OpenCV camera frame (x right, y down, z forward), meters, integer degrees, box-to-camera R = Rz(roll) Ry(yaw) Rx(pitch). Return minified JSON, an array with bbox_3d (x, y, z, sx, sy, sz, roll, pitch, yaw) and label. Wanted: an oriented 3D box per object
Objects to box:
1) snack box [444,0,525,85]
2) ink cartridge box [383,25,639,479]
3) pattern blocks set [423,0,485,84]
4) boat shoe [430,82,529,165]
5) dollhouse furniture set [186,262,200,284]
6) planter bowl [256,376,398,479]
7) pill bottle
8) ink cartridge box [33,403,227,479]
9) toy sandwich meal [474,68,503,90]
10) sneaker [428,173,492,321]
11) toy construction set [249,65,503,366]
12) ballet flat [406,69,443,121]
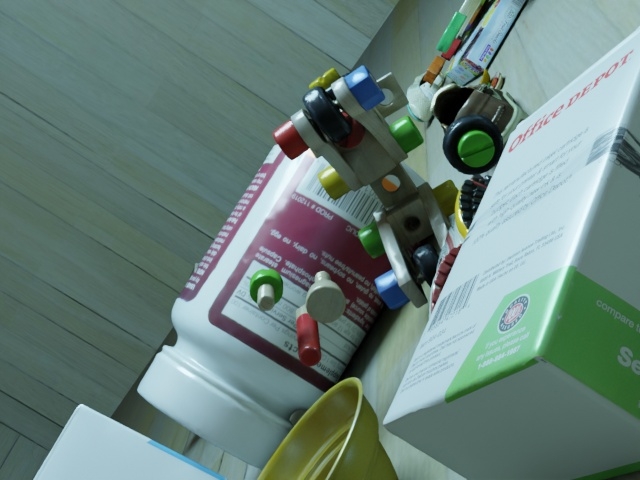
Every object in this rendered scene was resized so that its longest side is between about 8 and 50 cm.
[{"bbox_3d":[0.249,-0.309,1.728,0.141,0.037,0.100,-58,6,-12],"label":"snack box"},{"bbox_3d":[0.175,0.017,0.762,0.273,0.114,0.198,-63,11,-29],"label":"ink cartridge box"},{"bbox_3d":[0.243,-0.371,1.791,0.285,0.026,0.325,-61,-4,25],"label":"pattern blocks set"},{"bbox_3d":[0.181,-0.158,1.390,0.095,0.095,0.257,-57,9,3],"label":"boat shoe"},{"bbox_3d":[-0.165,0.181,2.026,0.212,0.160,0.242,121,157,-57],"label":"dollhouse furniture set"},{"bbox_3d":[0.006,0.233,0.995,0.217,0.090,0.217,-53,8,11],"label":"planter bowl"},{"bbox_3d":[-0.040,0.065,1.405,0.392,0.224,0.224,-58,9,-7],"label":"pill bottle"},{"bbox_3d":[-0.243,0.356,1.386,0.197,0.198,0.270,-62,-6,-23],"label":"ink cartridge box"},{"bbox_3d":[0.214,-0.197,1.559,0.086,0.029,0.085,-55,9,13],"label":"toy sandwich meal"},{"bbox_3d":[0.142,0.042,1.020,0.225,0.088,0.093,-67,-7,-48],"label":"sneaker"},{"bbox_3d":[0.043,-0.044,1.228,0.309,0.257,0.237,-58,12,14],"label":"toy construction set"},{"bbox_3d":[0.174,-0.246,1.872,0.052,0.057,0.168,-42,15,24],"label":"ballet flat"}]
